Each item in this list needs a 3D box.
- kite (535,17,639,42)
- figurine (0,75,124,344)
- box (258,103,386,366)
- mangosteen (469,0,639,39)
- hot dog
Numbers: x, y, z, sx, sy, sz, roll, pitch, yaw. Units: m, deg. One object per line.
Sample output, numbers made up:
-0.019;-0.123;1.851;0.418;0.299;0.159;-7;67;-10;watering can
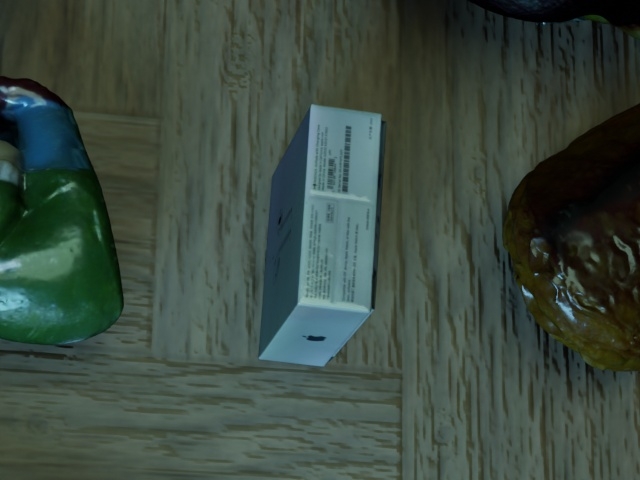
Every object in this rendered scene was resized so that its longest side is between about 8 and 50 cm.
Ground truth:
0.226;-0.171;1.354;0.157;0.011;0.139;-11;71;-17;kite
-0.248;0.000;1.130;0.234;0.127;0.185;-12;74;-14;figurine
0.000;0.000;1.181;0.051;0.129;0.130;8;70;-11;box
0.185;-0.254;1.261;0.302;0.275;0.275;41;65;-29;mangosteen
0.220;-0.010;1.248;0.227;0.099;0.160;-29;80;-21;hot dog
